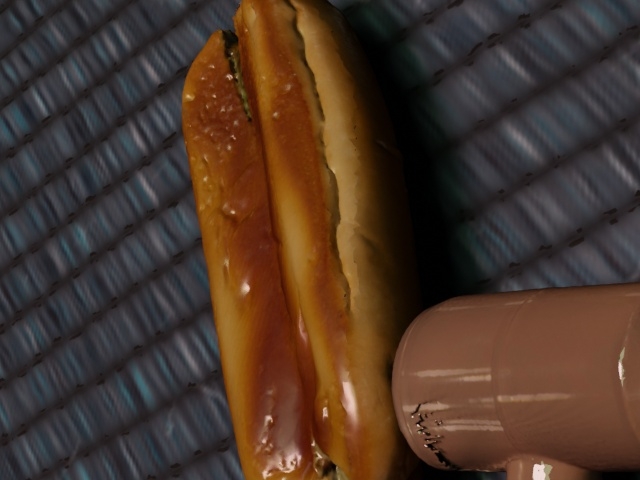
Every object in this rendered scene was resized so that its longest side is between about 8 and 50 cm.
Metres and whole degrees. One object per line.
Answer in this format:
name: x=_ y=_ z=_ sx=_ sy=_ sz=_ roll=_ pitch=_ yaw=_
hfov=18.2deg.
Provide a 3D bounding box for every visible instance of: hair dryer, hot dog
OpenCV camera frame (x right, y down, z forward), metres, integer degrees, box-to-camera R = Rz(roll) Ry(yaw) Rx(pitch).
hair dryer: x=0.082 y=0.106 z=0.664 sx=0.117 sy=0.064 sz=0.181 roll=-6 pitch=79 yaw=47
hot dog: x=0.000 y=0.000 z=0.786 sx=0.100 sy=0.068 sz=0.249 roll=-48 pitch=41 yaw=41
